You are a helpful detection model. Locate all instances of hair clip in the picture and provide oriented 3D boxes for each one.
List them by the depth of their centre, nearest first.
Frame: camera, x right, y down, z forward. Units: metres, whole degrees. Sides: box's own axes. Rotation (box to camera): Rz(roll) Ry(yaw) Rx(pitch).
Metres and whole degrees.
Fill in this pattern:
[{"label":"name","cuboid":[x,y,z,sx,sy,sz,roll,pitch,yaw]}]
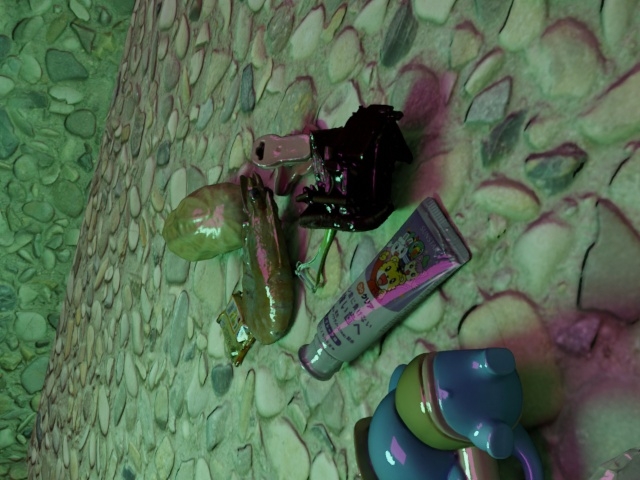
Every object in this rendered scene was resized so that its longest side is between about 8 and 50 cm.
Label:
[{"label":"hair clip","cuboid":[-0.043,-0.151,1.114,0.138,0.102,0.123,-7,76,23]}]

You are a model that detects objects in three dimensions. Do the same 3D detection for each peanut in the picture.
[{"label":"peanut","cuboid":[-0.240,-0.034,1.290,0.313,0.152,0.152,-13,71,58]}]

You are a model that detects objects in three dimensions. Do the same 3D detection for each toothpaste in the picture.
[{"label":"toothpaste","cuboid":[0.077,0.081,0.842,0.299,0.073,0.114,-50,43,28]}]

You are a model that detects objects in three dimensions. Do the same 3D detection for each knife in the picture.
[{"label":"knife","cuboid":[0.002,0.000,1.009,0.078,0.022,0.166,41,118,45]}]

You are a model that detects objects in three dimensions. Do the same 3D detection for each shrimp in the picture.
[{"label":"shrimp","cuboid":[-0.113,0.032,1.126,0.168,0.077,0.318,-18,76,54]}]

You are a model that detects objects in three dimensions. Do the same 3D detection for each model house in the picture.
[{"label":"model house","cuboid":[0.033,-0.103,0.875,0.203,0.141,0.164,4,106,54]}]

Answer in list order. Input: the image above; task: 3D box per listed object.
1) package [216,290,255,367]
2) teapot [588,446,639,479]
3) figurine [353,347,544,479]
[{"label":"package","cuboid":[-0.167,0.174,1.227,0.108,0.031,0.121,-58,44,33]},{"label":"teapot","cuboid":[0.236,0.304,0.490,0.178,0.221,0.163,47,161,40]},{"label":"figurine","cuboid":[0.128,0.211,0.641,0.180,0.153,0.262,59,150,13]}]
